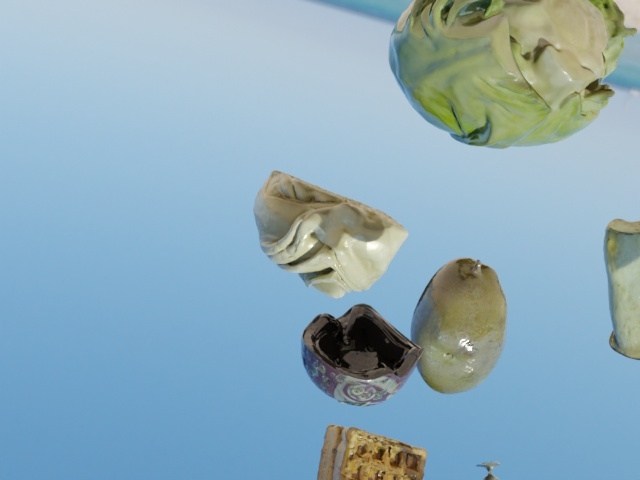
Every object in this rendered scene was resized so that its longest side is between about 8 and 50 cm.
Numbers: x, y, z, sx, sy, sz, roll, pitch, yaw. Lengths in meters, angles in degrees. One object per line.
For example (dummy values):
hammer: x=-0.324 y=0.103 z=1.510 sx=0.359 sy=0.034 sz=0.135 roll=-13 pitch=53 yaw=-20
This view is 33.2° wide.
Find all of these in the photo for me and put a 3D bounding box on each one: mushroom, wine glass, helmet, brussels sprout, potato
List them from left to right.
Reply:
helmet: x=0.049 y=0.178 z=1.529 sx=0.177 sy=0.107 sz=0.153 roll=-15 pitch=-139 yaw=-38
potato: x=0.232 y=0.136 z=1.778 sx=0.159 sy=0.251 sz=0.174 roll=12 pitch=-145 yaw=7
wine glass: x=0.270 y=0.396 z=1.711 sx=0.042 sy=0.083 sz=0.039 roll=-14 pitch=157 yaw=26
brussels sprout: x=0.317 y=-0.323 z=1.928 sx=0.425 sy=0.342 sz=0.361 roll=-2 pitch=164 yaw=-41
mushroom: x=0.592 y=0.099 z=2.042 sx=0.100 sy=0.312 sz=0.081 roll=1 pitch=-145 yaw=21

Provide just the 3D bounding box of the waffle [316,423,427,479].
waffle: x=0.087 y=0.534 z=2.109 sx=0.213 sy=0.308 sz=0.091 roll=22 pitch=163 yaw=-32

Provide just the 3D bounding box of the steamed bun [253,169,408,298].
steamed bun: x=-0.001 y=-0.001 z=2.166 sx=0.289 sy=0.203 sz=0.276 roll=21 pitch=-176 yaw=-12
